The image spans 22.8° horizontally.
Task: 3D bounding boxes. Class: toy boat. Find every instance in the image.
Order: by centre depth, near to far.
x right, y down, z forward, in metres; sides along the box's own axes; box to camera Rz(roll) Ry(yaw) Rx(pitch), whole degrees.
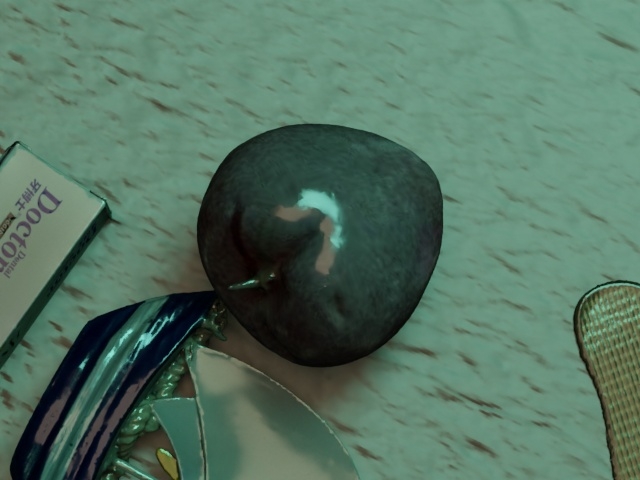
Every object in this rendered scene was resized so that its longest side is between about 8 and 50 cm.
[{"bbox_3d":[-0.057,0.164,1.099,0.291,0.067,0.220,26,78,5],"label":"toy boat"}]

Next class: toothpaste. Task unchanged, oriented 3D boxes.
[{"bbox_3d":[-0.270,0.080,1.122,0.089,0.071,0.313,34,79,5],"label":"toothpaste"}]

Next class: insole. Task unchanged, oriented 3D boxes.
[{"bbox_3d":[0.240,0.148,1.120,0.086,0.005,0.253,-18,77,-3],"label":"insole"}]

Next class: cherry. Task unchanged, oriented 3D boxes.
[{"bbox_3d":[-0.001,-0.004,1.097,0.176,0.140,0.176,13,57,-22],"label":"cherry"}]
